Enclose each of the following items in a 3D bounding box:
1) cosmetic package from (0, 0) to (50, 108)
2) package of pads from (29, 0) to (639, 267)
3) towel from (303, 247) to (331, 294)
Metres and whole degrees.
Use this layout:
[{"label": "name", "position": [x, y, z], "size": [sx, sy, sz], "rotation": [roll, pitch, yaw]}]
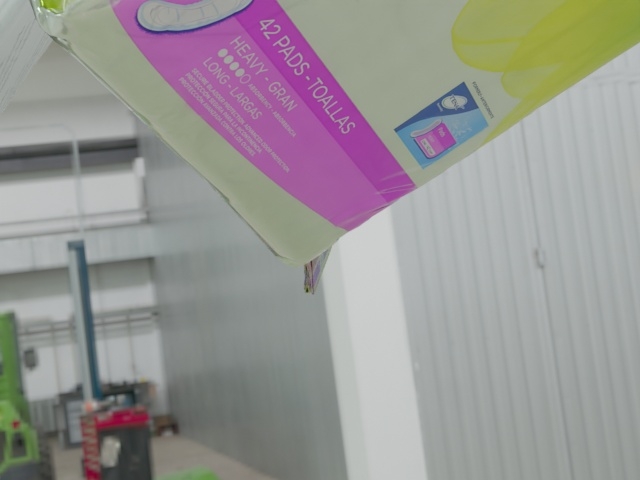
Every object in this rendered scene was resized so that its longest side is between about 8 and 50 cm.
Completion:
[{"label": "cosmetic package", "position": [-0.335, -0.182, 0.692], "size": [0.327, 0.393, 0.329], "rotation": [31, -42, -14]}, {"label": "package of pads", "position": [0.044, -0.139, 0.460], "size": [0.296, 0.101, 0.229], "rotation": [-34, -34, 6]}, {"label": "towel", "position": [0.000, 0.000, 0.786], "size": [0.009, 0.060, 0.083], "rotation": [18, -18, 7]}]
